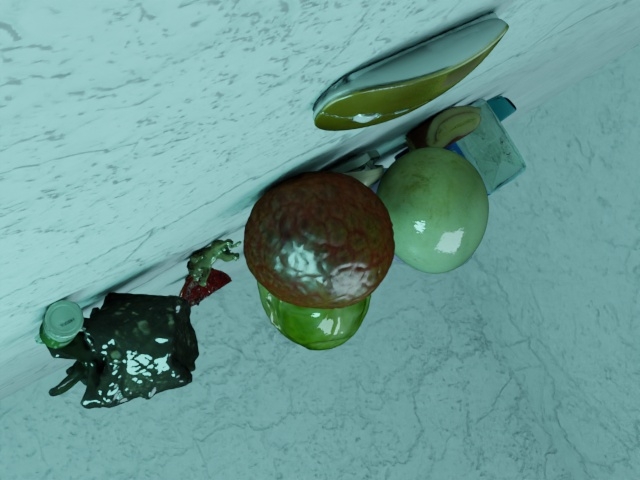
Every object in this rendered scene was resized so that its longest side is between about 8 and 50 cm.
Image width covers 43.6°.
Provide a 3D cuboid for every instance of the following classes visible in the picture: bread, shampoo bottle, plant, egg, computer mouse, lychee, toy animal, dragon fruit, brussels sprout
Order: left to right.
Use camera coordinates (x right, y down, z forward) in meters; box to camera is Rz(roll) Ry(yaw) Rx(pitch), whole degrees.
[{"bbox_3d":[-0.440,0.146,1.339,0.065,0.065,0.204,-28,178,-26],"label":"shampoo bottle"},{"bbox_3d":[-0.377,0.199,1.503,0.276,0.188,0.199,-11,-158,10],"label":"plant"},{"bbox_3d":[-0.334,0.120,2.154,0.162,0.083,0.106,-38,-165,-22],"label":"dragon fruit"},{"bbox_3d":[-0.226,0.038,1.651,0.220,0.069,0.086,-24,-156,48],"label":"toy animal"},{"bbox_3d":[-0.011,0.161,2.509,0.343,0.360,0.425,3,-161,21],"label":"brussels sprout"},{"bbox_3d":[0.000,0.000,1.348,0.255,0.255,0.300,-29,165,-2],"label":"lychee"},{"bbox_3d":[0.018,-0.086,1.518,0.236,0.082,0.145,-43,175,24],"label":"computer mouse"},{"bbox_3d":[0.103,-0.176,0.874,0.245,0.056,0.126,-27,177,-26],"label":"computer mouse"},{"bbox_3d":[0.220,-0.049,1.568,0.219,0.218,0.295,-29,143,-6],"label":"egg"},{"bbox_3d":[0.229,-0.212,1.624,0.192,0.067,0.119,-29,-178,41],"label":"bread"}]

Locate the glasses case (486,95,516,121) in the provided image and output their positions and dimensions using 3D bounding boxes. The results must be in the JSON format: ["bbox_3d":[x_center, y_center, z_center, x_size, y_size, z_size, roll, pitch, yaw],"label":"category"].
[{"bbox_3d":[0.357,-0.273,2.047,0.117,0.070,0.301,-35,180,-35],"label":"glasses case"}]

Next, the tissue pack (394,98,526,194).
[{"bbox_3d":[0.320,-0.180,1.859,0.146,0.198,0.263,-31,178,-23],"label":"tissue pack"}]

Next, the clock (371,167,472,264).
[{"bbox_3d":[0.206,-0.046,1.860,0.102,0.339,0.338,-69,-166,-19],"label":"clock"}]
